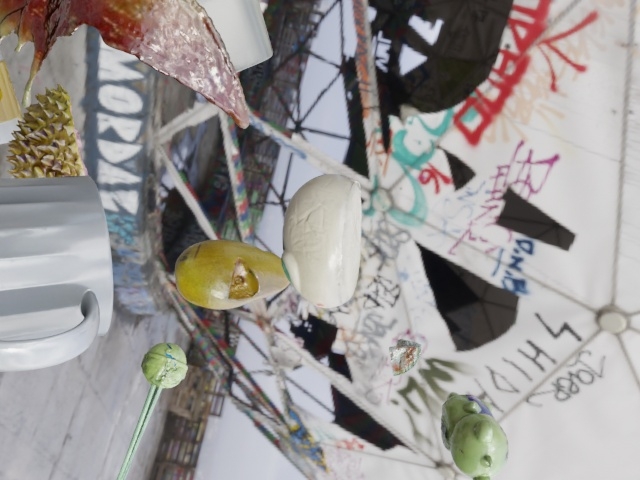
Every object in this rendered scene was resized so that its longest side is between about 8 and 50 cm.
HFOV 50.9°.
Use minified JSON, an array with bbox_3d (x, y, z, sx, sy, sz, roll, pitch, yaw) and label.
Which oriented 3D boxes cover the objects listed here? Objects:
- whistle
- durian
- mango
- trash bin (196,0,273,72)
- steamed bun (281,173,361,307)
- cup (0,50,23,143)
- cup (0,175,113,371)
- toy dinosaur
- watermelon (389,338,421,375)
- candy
[{"bbox_3d":[0.227,0.288,1.019,0.227,0.085,0.105,-95,-174,-81],"label":"whistle"},{"bbox_3d":[-0.502,-0.181,1.271,0.260,0.154,0.186,54,-51,32],"label":"durian"},{"bbox_3d":[-0.192,0.074,1.490,0.167,0.262,0.130,53,-41,42],"label":"mango"},{"bbox_3d":[-0.232,-0.498,1.465,0.220,0.219,0.250,-128,-163,-62],"label":"trash bin"},{"bbox_3d":[0.000,0.000,1.144,0.177,0.131,0.228,-52,146,-73],"label":"steamed bun"},{"bbox_3d":[-0.736,-0.308,1.431,0.241,0.185,0.226,23,-58,51],"label":"cup"},{"bbox_3d":[-0.445,0.059,0.859,0.323,0.327,0.236,47,-46,46],"label":"cup"},{"bbox_3d":[-0.203,-0.204,0.564,0.113,0.327,0.206,19,78,-57],"label":"toy dinosaur"},{"bbox_3d":[0.155,0.215,1.308,0.085,0.061,0.085,-42,-151,29],"label":"watermelon"},{"bbox_3d":[-0.369,0.374,1.403,0.092,0.093,0.335,-2,-120,44],"label":"candy"}]
